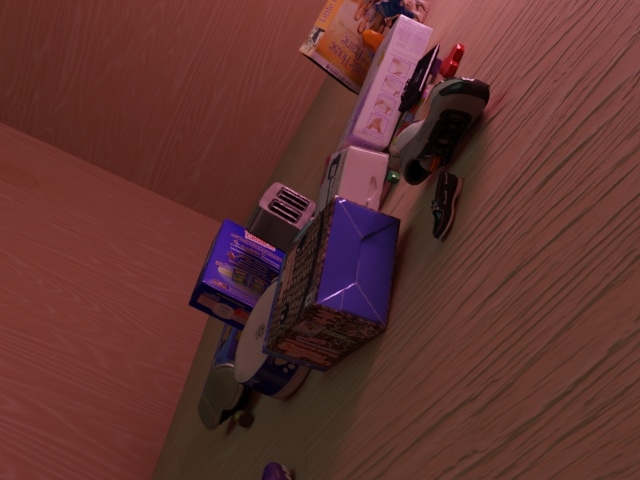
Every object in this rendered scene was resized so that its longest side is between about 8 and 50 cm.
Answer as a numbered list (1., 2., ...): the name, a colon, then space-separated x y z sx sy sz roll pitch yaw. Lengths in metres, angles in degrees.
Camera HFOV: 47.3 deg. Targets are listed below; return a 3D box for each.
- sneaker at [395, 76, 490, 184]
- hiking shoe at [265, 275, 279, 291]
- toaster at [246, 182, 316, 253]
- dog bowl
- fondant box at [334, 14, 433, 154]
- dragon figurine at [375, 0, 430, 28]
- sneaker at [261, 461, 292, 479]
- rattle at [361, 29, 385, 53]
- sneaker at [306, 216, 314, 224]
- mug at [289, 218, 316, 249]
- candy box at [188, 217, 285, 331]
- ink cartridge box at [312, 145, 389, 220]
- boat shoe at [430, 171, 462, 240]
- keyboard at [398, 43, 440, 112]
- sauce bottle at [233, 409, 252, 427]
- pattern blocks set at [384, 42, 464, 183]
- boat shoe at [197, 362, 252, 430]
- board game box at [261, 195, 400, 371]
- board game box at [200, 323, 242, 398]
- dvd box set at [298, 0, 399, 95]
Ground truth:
1. sneaker: 0.221 -0.192 1.308 0.271 0.100 0.108 126 151 -58
2. hiking shoe: -0.115 0.216 1.896 0.132 0.113 0.304 -31 40 56
3. toaster: -0.112 -0.064 2.088 0.110 0.186 0.168 -61 -1 34
4. dog bowl: -0.096 0.229 1.707 0.265 0.104 0.265 -52 23 32
5. fondant box: 0.156 -0.371 1.863 0.238 0.096 0.330 143 148 -77
6. dragon figurine: 0.214 -0.685 2.092 0.144 0.289 0.085 11 75 39
7. sneaker: -0.124 0.506 1.329 0.095 0.105 0.236 -55 14 47
8. rattle: 0.177 -0.517 2.079 0.130 0.143 0.199 -26 31 44
9. sneaker: -0.001 0.000 1.889 0.270 0.090 0.145 153 138 -76
10. mug: 0.014 0.009 1.675 0.158 0.129 0.097 -29 21 53
11. candy box: -0.226 0.117 2.215 0.122 0.268 0.317 -53 15 35
12. ink cartridge box: 0.067 -0.120 1.738 0.237 0.100 0.171 178 105 -77
13. boat shoe: 0.202 -0.059 1.211 0.046 0.038 0.125 -41 26 65
14. keyboard: 0.224 -0.366 1.685 0.108 0.023 0.180 -35 26 53
15. sauce bottle: -0.211 0.475 1.961 0.042 0.042 0.128 -67 9 -12
16. pattern blocks set: 0.211 -0.276 1.668 0.324 0.026 0.285 -67 11 -7
17. boat shoe: -0.251 0.431 2.079 0.113 0.127 0.340 -20 -30 -36
18. board game box: 0.017 0.093 1.417 0.291 0.141 0.232 132 154 -56
19. board game box: -0.290 0.358 2.479 0.233 0.078 0.347 -55 15 42
20. dvd box set: 0.139 -0.672 2.169 0.062 0.308 0.420 36 97 34
